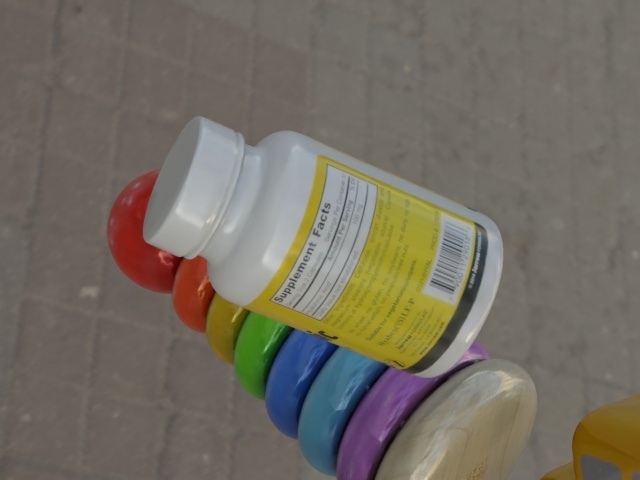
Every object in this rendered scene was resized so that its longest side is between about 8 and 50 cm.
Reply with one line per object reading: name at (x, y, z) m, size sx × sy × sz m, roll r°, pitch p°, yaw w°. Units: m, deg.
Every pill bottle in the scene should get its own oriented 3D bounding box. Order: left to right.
pill bottle at (0.000, 0.000, 0.544) m, size 0.116 × 0.065 × 0.065 m, roll 24°, pitch 57°, yaw -17°

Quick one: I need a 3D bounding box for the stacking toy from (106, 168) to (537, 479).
stacking toy at (-0.020, 0.061, 1.041) m, size 0.330 × 0.141 × 0.141 m, roll 36°, pitch 41°, yaw 29°

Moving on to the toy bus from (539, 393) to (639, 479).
toy bus at (0.246, 0.165, 0.869) m, size 0.108 × 0.333 × 0.130 m, roll -15°, pitch 101°, yaw -27°
